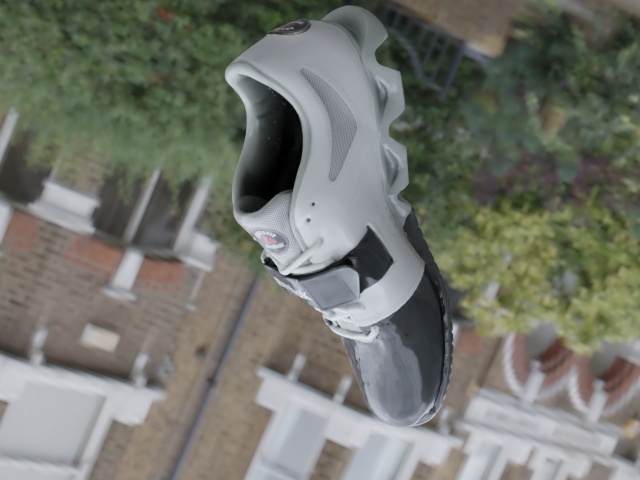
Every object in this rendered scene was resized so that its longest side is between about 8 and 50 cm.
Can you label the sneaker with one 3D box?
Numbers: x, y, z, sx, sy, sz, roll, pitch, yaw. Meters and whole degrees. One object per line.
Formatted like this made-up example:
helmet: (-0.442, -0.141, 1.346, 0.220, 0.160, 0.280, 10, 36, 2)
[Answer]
sneaker: (0.000, 0.000, 1.048, 0.146, 0.331, 0.122, -22, -168, -38)
